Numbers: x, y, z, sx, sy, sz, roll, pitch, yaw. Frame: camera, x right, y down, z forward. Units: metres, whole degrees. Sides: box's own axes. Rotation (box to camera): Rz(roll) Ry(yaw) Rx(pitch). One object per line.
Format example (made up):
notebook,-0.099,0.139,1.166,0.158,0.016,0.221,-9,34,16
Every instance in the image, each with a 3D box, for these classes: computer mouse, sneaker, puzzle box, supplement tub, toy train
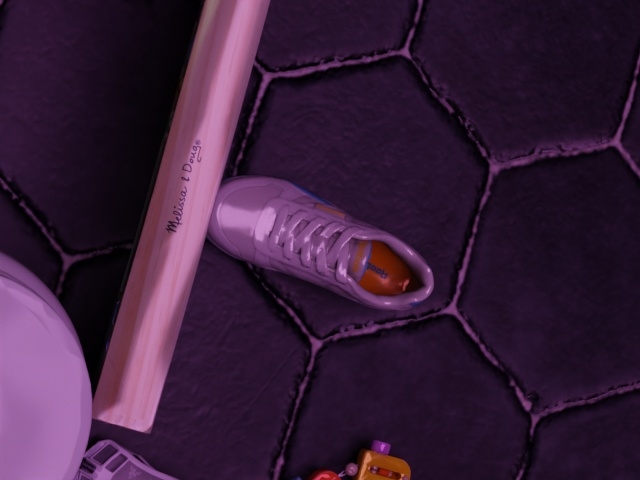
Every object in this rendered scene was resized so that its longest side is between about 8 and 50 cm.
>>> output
computer mouse,-0.188,0.219,1.522,0.193,0.042,0.106,37,74,-15
sneaker,0.000,0.000,1.560,0.229,0.092,0.087,20,87,-22
puzzle box,-0.114,-0.053,1.412,0.052,0.272,0.409,16,86,-6
supplement tub,-0.316,0.108,1.300,0.241,0.331,0.241,-1,94,-23
toy train,0.042,0.260,1.623,0.166,0.046,0.125,46,77,-16
